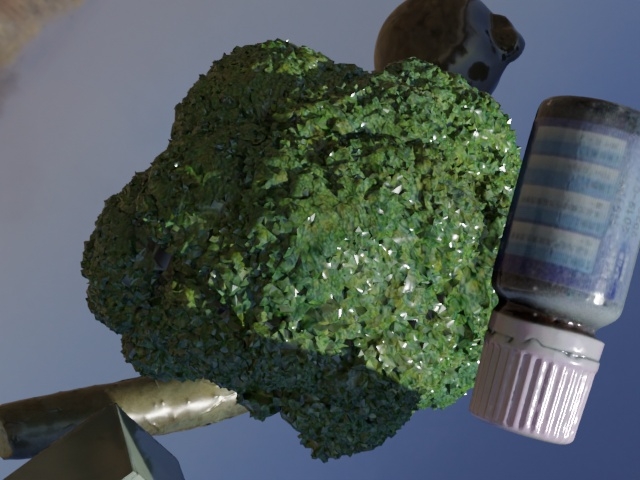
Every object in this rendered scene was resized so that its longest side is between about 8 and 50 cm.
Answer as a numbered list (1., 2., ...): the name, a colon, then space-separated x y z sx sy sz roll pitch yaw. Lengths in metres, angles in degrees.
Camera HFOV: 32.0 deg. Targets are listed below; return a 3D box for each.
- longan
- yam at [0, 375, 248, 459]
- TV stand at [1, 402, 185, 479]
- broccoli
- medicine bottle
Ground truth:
1. longan: 0.172 -0.251 1.493 0.204 0.159 0.185 -4 -109 23
2. yam: -0.180 0.181 1.259 0.371 0.083 0.083 -10 178 -26
3. TV stand: -0.226 0.240 0.811 0.269 0.088 0.083 -36 -142 2
4. broccoli: 0.005 0.008 0.976 0.413 0.310 0.321 -31 -129 -7
5. medicine bottle: 0.148 0.019 0.679 0.083 0.083 0.203 -176 -79 -71
